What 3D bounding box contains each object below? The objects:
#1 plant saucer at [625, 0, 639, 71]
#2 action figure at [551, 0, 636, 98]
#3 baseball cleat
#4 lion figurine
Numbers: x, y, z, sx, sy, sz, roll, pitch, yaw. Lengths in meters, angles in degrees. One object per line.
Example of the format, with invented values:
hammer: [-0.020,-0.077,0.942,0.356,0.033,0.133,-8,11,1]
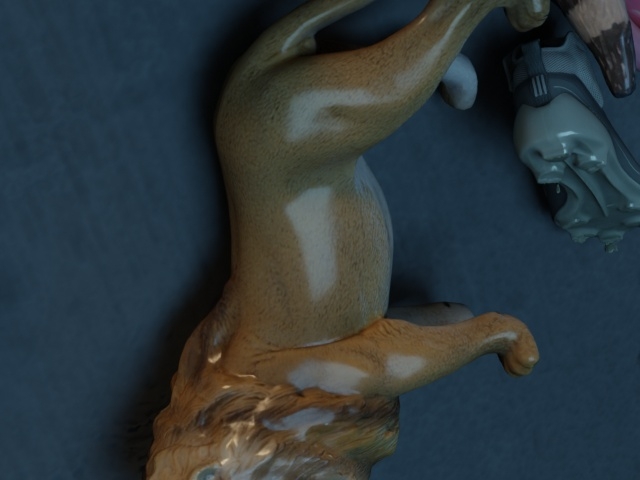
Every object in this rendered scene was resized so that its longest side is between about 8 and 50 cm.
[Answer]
plant saucer: [0.254,-0.258,1.056,0.332,0.084,0.332,-17,124,-27]
action figure: [0.060,-0.233,0.786,0.178,0.330,0.341,-53,166,19]
baseball cleat: [0.166,-0.067,1.106,0.072,0.109,0.206,-10,160,14]
lion figurine: [0.000,0.000,1.004,0.240,0.142,0.392,-10,106,-22]
